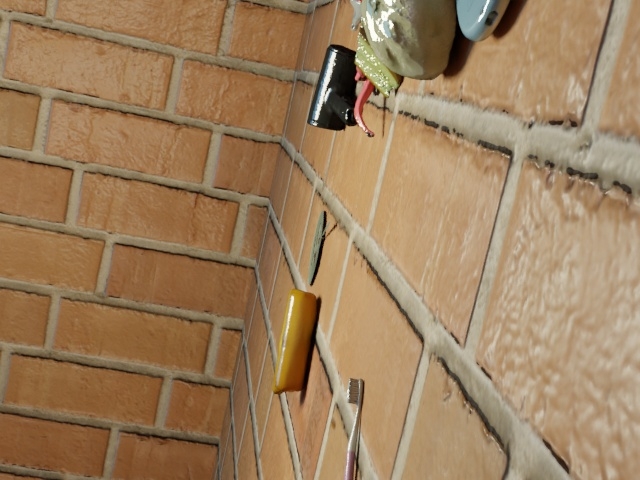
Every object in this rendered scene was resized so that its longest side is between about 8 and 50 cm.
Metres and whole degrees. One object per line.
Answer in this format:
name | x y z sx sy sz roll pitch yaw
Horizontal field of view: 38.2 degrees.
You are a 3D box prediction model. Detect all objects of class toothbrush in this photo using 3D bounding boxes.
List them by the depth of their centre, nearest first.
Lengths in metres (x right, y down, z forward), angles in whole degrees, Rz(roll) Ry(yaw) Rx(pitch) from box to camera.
toothbrush | 0.044 0.351 1.439 0.020 0.025 0.286 116 162 -62

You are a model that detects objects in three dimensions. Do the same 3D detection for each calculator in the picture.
calculator | 0.216 -0.382 1.165 0.188 0.042 0.302 111 166 -54

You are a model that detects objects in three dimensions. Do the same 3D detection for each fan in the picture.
fan | 0.001 0.000 2.189 0.329 0.009 0.190 118 162 -72

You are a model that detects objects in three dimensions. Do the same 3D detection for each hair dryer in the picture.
hair dryer | 0.052 -0.319 2.093 0.251 0.089 0.197 -116 39 -61

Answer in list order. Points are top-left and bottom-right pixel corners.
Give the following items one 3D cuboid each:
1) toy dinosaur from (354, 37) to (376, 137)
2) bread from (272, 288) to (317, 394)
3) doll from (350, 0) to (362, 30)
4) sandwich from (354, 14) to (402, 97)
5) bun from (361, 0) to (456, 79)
toy dinosaur | 0.100 -0.313 1.813 0.139 0.070 0.286 93 -178 -75
bread | -0.055 0.229 2.067 0.092 0.074 0.239 117 163 -83
doll | 0.114 -0.531 1.891 0.102 0.075 0.227 -109 39 -54
sandwich | 0.109 -0.383 1.699 0.090 0.088 0.244 110 167 -65
bun | 0.126 -0.341 1.324 0.231 0.133 0.231 5 -90 -87
